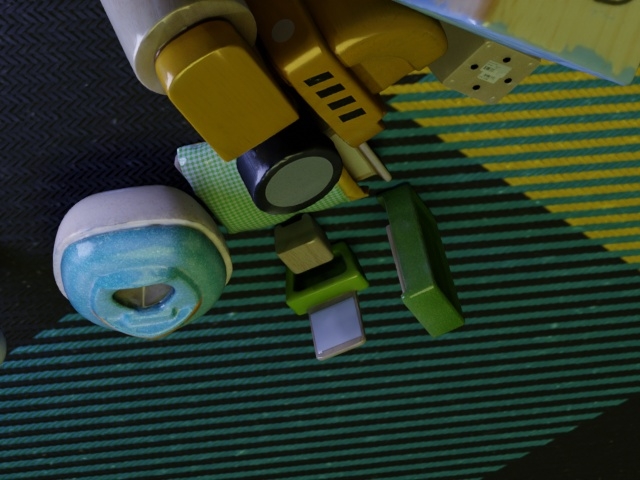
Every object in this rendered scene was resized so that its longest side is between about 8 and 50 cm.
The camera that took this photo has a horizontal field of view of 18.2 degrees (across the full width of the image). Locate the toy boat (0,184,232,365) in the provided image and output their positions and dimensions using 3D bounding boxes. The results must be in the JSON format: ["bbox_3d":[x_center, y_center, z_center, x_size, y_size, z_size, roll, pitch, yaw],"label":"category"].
[{"bbox_3d":[-0.252,0.056,2.150,0.318,0.148,0.267,-10,157,4],"label":"toy boat"}]

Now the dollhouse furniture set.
[{"bbox_3d":[0.000,0.000,2.159,0.197,0.151,0.301,-22,143,15],"label":"dollhouse furniture set"}]

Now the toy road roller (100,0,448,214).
[{"bbox_3d":[-0.035,-0.203,1.840,0.240,0.202,0.329,-33,146,9],"label":"toy road roller"}]

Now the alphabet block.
[{"bbox_3d":[0.188,-0.268,1.745,0.192,0.193,0.197,16,97,-36],"label":"alphabet block"}]

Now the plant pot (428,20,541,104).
[{"bbox_3d":[0.159,-0.200,1.977,0.109,0.096,0.109,18,136,-35],"label":"plant pot"}]
